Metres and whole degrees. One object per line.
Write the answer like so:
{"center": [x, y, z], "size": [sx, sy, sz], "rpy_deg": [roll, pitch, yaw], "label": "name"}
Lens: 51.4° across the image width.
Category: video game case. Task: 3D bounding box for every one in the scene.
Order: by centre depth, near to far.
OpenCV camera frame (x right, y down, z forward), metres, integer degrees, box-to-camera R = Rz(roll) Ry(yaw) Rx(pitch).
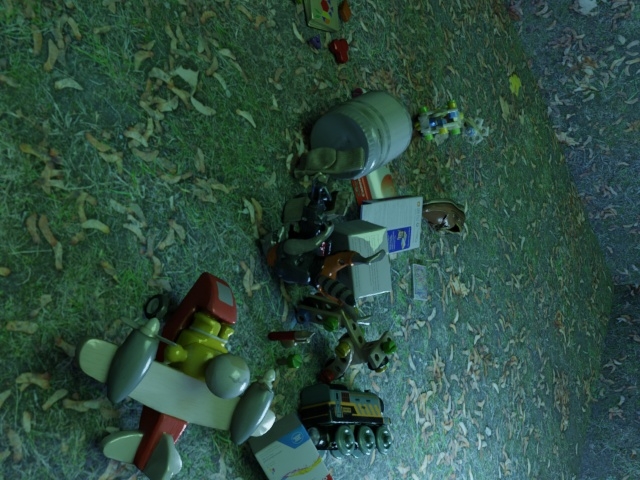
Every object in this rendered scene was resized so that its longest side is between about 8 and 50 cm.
{"center": [0.342, 0.145, 2.301], "size": [0.087, 0.011, 0.121], "rpy_deg": [13, 73, -50], "label": "video game case"}

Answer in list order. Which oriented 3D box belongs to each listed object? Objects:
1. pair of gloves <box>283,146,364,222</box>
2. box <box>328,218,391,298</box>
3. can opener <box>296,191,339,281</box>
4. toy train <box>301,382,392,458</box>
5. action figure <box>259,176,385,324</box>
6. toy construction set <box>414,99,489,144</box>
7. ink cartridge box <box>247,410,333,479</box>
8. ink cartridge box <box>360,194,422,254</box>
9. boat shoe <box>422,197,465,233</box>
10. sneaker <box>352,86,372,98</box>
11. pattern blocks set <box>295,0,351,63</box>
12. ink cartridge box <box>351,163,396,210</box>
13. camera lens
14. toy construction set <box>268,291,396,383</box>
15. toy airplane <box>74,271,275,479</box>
{"center": [0.006, -0.157, 1.793], "size": [0.042, 0.204, 0.240], "rpy_deg": [52, 45, -50], "label": "pair of gloves"}
{"center": [0.103, 0.046, 1.846], "size": [0.119, 0.182, 0.180], "rpy_deg": [-10, 103, -19], "label": "box"}
{"center": [0.000, 0.000, 1.852], "size": [0.074, 0.093, 0.280], "rpy_deg": [-10, 86, -52], "label": "can opener"}
{"center": [0.077, 0.491, 1.811], "size": [0.334, 0.142, 0.190], "rpy_deg": [19, 58, -48], "label": "toy train"}
{"center": [-0.010, 0.033, 1.646], "size": [0.178, 0.330, 0.341], "rpy_deg": [-41, 142, -43], "label": "action figure"}
{"center": [0.469, -0.431, 2.413], "size": [0.328, 0.215, 0.151], "rpy_deg": [2, 82, -51], "label": "toy construction set"}
{"center": [-0.063, 0.551, 1.616], "size": [0.134, 0.078, 0.231], "rpy_deg": [-31, 110, -11], "label": "ink cartridge box"}
{"center": [0.206, -0.044, 2.098], "size": [0.371, 0.069, 0.175], "rpy_deg": [-12, 108, -54], "label": "ink cartridge box"}
{"center": [0.444, -0.085, 2.395], "size": [0.307, 0.111, 0.104], "rpy_deg": [6, 77, -50], "label": "boat shoe"}
{"center": [0.164, -0.419, 2.154], "size": [0.075, 0.063, 0.170], "rpy_deg": [-29, 101, -44], "label": "sneaker"}
{"center": [0.000, -0.731, 2.044], "size": [0.285, 0.026, 0.324], "rpy_deg": [15, 71, -49], "label": "pattern blocks set"}
{"center": [0.170, -0.184, 2.131], "size": [0.179, 0.045, 0.145], "rpy_deg": [-25, 102, -53], "label": "ink cartridge box"}
{"center": [0.125, -0.313, 1.959], "size": [0.274, 0.220, 0.219], "rpy_deg": [-34, 109, -49], "label": "camera lens"}
{"center": [0.054, 0.252, 1.741], "size": [0.309, 0.237, 0.257], "rpy_deg": [2, 81, -51], "label": "toy construction set"}
{"center": [-0.259, 0.290, 1.317], "size": [0.386, 0.273, 0.384], "rpy_deg": [-28, 105, -50], "label": "toy airplane"}
